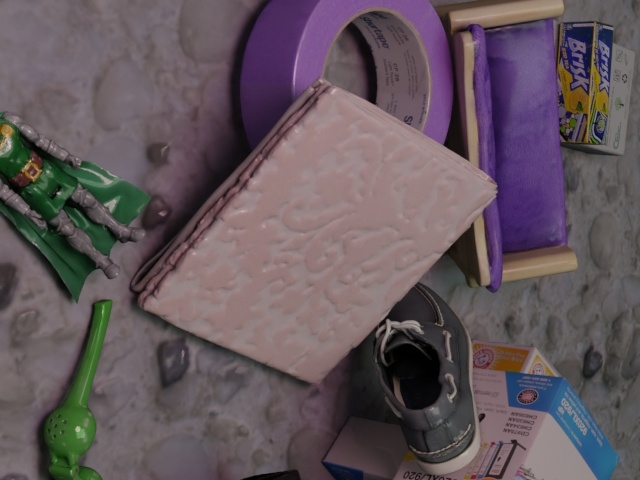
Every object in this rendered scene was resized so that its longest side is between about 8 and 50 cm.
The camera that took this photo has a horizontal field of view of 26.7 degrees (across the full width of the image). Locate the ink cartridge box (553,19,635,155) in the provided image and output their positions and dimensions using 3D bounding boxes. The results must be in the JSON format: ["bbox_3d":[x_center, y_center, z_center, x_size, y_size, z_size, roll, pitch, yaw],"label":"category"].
[{"bbox_3d":[0.335,-0.225,1.938,0.333,0.065,0.165,10,87,-47],"label":"ink cartridge box"}]

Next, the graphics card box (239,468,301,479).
[{"bbox_3d":[-0.075,0.456,1.454,0.233,0.094,0.370,-13,85,-48],"label":"graphics card box"}]

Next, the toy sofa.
[{"bbox_3d":[0.240,-0.124,1.717,0.150,0.177,0.362,-9,109,-8],"label":"toy sofa"}]

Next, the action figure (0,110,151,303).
[{"bbox_3d":[-0.274,-0.053,1.334,0.232,0.063,0.137,44,67,-35],"label":"action figure"}]

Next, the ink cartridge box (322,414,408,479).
[{"bbox_3d":[0.121,0.329,1.726,0.078,0.134,0.231,-57,131,-26],"label":"ink cartridge box"}]

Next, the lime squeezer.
[{"bbox_3d":[-0.244,0.225,1.410,0.110,0.059,0.310,-45,131,-73],"label":"lime squeezer"}]

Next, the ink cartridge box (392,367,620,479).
[{"bbox_3d":[0.207,0.294,1.589,0.168,0.171,0.232,53,55,-34],"label":"ink cartridge box"}]

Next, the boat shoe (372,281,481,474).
[{"bbox_3d":[0.118,0.135,1.614,0.319,0.116,0.099,-100,164,-54],"label":"boat shoe"}]

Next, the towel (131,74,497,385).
[{"bbox_3d":[0.000,0.000,1.508,0.332,0.053,0.317,-47,135,15],"label":"towel"}]

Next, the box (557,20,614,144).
[{"bbox_3d":[0.366,-0.219,1.883,0.054,0.059,0.168,0,94,-49],"label":"box"}]

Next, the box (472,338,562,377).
[{"bbox_3d":[0.235,0.248,1.848,0.103,0.114,0.203,48,61,-36],"label":"box"}]

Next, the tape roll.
[{"bbox_3d":[0.036,-0.176,1.575,0.275,0.090,0.274,-9,103,-45],"label":"tape roll"}]
